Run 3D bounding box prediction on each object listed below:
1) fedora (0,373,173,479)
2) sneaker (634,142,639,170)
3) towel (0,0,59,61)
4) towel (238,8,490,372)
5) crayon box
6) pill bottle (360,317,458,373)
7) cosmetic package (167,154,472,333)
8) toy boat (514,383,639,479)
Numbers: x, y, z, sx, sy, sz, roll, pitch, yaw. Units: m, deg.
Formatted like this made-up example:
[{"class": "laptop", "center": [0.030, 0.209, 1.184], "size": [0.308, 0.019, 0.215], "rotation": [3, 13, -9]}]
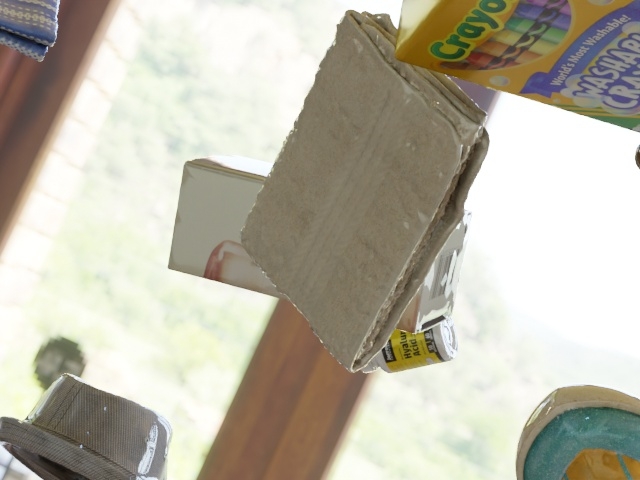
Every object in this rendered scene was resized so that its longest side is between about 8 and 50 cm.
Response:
[{"class": "fedora", "center": [-0.260, 0.250, 2.078], "size": [0.243, 0.124, 0.275], "rotation": [14, -23, 38]}, {"class": "sneaker", "center": [0.413, -0.089, 1.740], "size": [0.188, 0.066, 0.071], "rotation": [11, -31, 17]}, {"class": "towel", "center": [-0.345, -0.300, 1.595], "size": [0.243, 0.040, 0.336], "rotation": [23, 28, -18]}, {"class": "towel", "center": [0.035, -0.045, 1.506], "size": [0.049, 0.282, 0.187], "rotation": [-9, 48, -43]}, {"class": "crayon box", "center": [0.198, -0.188, 1.357], "size": [0.322, 0.083, 0.203], "rotation": [16, -25, -14]}, {"class": "pill bottle", "center": [0.101, 0.124, 2.056], "size": [0.116, 0.065, 0.065], "rotation": [-15, -22, 22]}, {"class": "cosmetic package", "center": [0.000, 0.000, 1.890], "size": [0.296, 0.129, 0.153], "rotation": [15, 11, 20]}, {"class": "toy boat", "center": [0.383, 0.248, 1.973], "size": [0.267, 0.318, 0.148], "rotation": [51, 19, -38]}]
